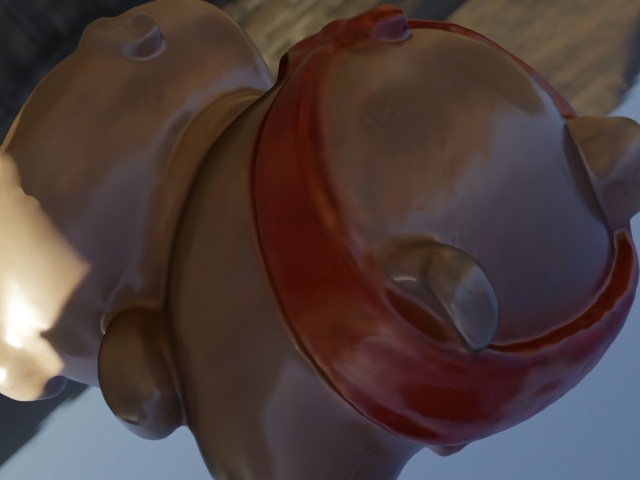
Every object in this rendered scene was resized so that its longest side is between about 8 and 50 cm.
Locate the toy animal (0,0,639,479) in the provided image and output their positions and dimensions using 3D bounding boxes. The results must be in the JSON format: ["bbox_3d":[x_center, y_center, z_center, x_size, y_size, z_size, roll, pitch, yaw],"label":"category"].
[{"bbox_3d":[0.000,0.000,0.602,0.198,0.171,0.171,14,-138,32],"label":"toy animal"}]
